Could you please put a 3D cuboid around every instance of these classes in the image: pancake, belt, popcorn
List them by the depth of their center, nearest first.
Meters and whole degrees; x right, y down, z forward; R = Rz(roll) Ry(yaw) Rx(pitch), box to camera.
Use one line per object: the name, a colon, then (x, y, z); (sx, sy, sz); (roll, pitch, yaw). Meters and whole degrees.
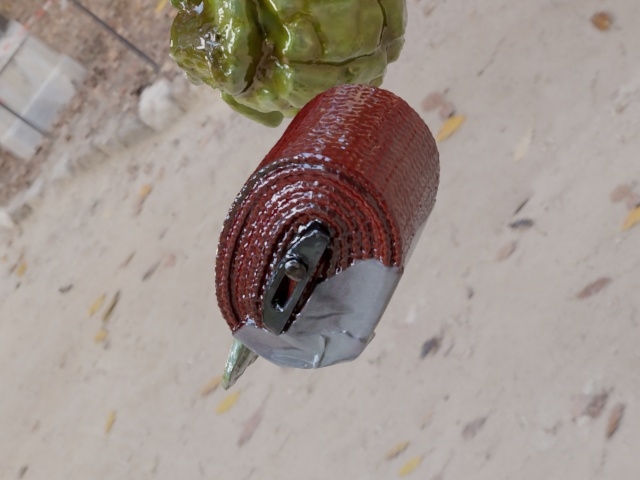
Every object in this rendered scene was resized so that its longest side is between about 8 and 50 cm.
belt: (0.000, 0.000, 0.731); (0.124, 0.128, 0.201); (-58, -8, -48)
popcorn: (-0.035, -0.262, 1.090); (0.282, 0.247, 0.282); (-176, 90, -79)
pancake: (-0.070, 0.107, 1.097); (0.116, 0.022, 0.129); (-49, -13, -39)
